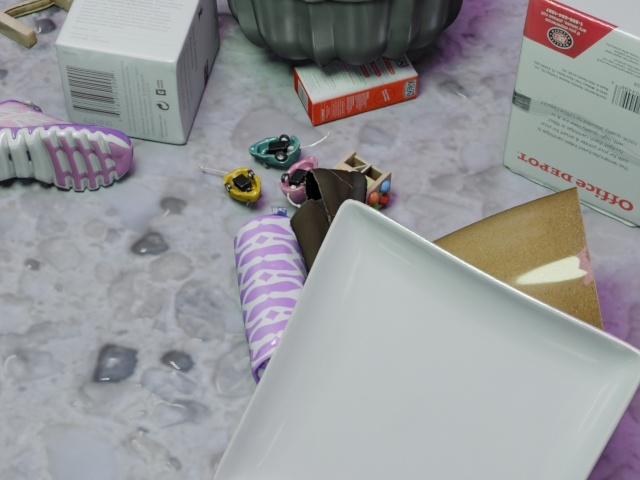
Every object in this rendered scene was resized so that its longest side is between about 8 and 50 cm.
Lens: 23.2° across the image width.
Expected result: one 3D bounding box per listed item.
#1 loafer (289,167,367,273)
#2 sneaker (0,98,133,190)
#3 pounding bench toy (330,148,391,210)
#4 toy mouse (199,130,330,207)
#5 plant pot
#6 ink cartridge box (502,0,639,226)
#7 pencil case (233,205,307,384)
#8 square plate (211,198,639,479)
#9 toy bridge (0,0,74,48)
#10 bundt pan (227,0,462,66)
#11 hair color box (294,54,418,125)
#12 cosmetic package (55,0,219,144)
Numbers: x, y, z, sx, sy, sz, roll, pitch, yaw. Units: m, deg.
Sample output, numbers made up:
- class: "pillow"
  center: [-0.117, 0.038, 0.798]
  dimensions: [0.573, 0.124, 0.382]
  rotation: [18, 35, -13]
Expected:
- class: "loafer"
  center: [0.000, 0.000, 1.708]
  dimensions: [0.078, 0.080, 0.220]
  rotation: [18, 38, -9]
- class: "sneaker"
  center: [-0.340, -0.123, 1.863]
  dimensions: [0.236, 0.095, 0.104]
  rotation: [1, 44, 1]
- class: "pounding bench toy"
  center: [0.038, -0.052, 1.830]
  dimensions: [0.065, 0.052, 0.083]
  rotation: [33, 58, 22]
- class: "toy mouse"
  center: [-0.042, -0.083, 1.854]
  dimensions: [0.143, 0.031, 0.161]
  rotation: [-35, 42, -20]
- class: "plant pot"
  center: [0.167, 0.084, 1.635]
  dimensions: [0.254, 0.237, 0.237]
  rotation: [-11, 51, 9]
- class: "ink cartridge box"
  center: [0.332, -0.172, 1.790]
  dimensions: [0.197, 0.273, 0.114]
  rotation: [27, 52, 19]
- class: "pencil case"
  center: [-0.044, 0.067, 1.719]
  dimensions: [0.088, 0.086, 0.206]
  rotation: [10, 50, -23]
- class: "square plate"
  center: [0.100, 0.186, 1.532]
  dimensions: [0.344, 0.049, 0.347]
  rotation: [29, 100, 22]
- class: "toy bridge"
  center: [-0.396, -0.274, 2.018]
  dimensions: [0.063, 0.026, 0.188]
  rotation: [29, 57, 22]
- class: "bundt pan"
  center: [0.030, -0.321, 1.963]
  dimensions: [0.331, 0.124, 0.331]
  rotation: [-1, 34, 1]
- class: "hair color box"
  center: [0.044, -0.198, 1.950]
  dimensions: [0.141, 0.043, 0.072]
  rotation: [-16, 53, -12]
- class: "cosmetic package"
  center: [-0.220, -0.242, 1.914]
  dimensions: [0.151, 0.151, 0.184]
  rotation: [10, 53, 7]
